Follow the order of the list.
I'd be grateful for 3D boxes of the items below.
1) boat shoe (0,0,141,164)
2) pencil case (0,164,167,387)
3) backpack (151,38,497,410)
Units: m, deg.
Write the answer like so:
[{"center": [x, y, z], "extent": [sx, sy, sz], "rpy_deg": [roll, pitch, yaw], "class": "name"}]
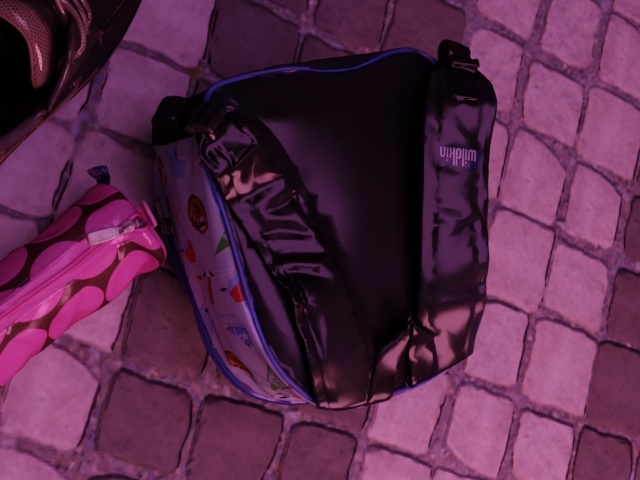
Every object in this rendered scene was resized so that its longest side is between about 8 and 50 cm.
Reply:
[{"center": [-0.215, -0.139, 0.945], "extent": [0.132, 0.130, 0.355], "rpy_deg": [42, 67, -23], "class": "boat shoe"}, {"center": [-0.212, 0.042, 0.957], "extent": [0.209, 0.098, 0.095], "rpy_deg": [-43, 109, -26], "class": "pencil case"}, {"center": [0.000, 0.000, 1.029], "extent": [0.277, 0.213, 0.263], "rpy_deg": [-13, 86, -26], "class": "backpack"}]
